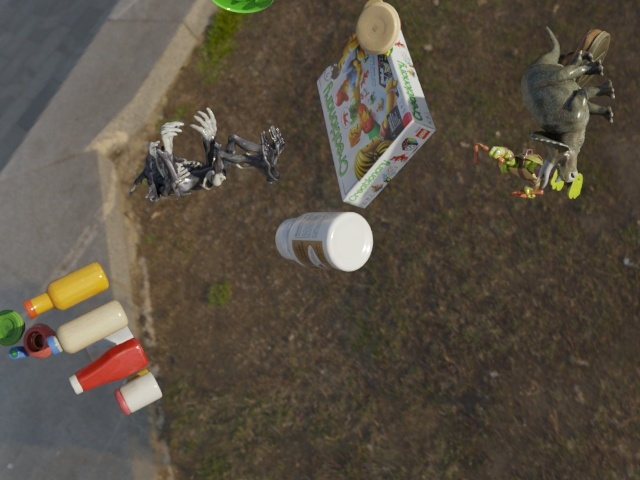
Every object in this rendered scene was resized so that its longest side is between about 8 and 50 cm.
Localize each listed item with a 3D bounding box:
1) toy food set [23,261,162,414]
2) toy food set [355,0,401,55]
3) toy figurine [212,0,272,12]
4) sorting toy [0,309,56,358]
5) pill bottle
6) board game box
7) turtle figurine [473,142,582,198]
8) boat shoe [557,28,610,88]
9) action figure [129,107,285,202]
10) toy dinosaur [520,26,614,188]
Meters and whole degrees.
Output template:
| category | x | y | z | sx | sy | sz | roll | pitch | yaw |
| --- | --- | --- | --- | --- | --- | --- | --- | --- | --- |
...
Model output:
| category | x | y | z | sx | sy | sz | roll | pitch | yaw |
| --- | --- | --- | --- | --- | --- | --- | --- | --- | --- |
| toy food set | -0.294 | 0.156 | 0.976 | 0.104 | 0.232 | 0.111 | -27 | 39 | -19 |
| toy food set | 0.090 | -0.332 | 1.156 | 0.083 | 0.020 | 0.083 | 37 | 117 | 26 |
| toy figurine | -0.129 | -0.545 | 1.403 | 0.173 | 0.130 | 0.159 | -7 | 72 | 27 |
| sorting toy | -0.413 | 0.137 | 1.039 | 0.101 | 0.042 | 0.061 | 22 | 93 | 17 |
| pill bottle | 0.000 | 0.000 | 1.689 | 0.229 | 0.131 | 0.131 | 3 | 61 | 53 |
| board game box | 0.083 | -0.231 | 1.236 | 0.193 | 0.053 | 0.305 | -49 | 38 | 38 |
| turtle figurine | 0.493 | -0.157 | 1.700 | 0.217 | 0.269 | 0.087 | 26 | 83 | 50 |
| boat shoe | 0.574 | -0.384 | 1.724 | 0.110 | 0.307 | 0.104 | -39 | 69 | -22 |
| action figure | -0.203 | -0.145 | 1.228 | 0.275 | 0.141 | 0.164 | -6 | 23 | 15 |
| toy dinosaur | 0.433 | -0.269 | 1.339 | 0.160 | 0.121 | 0.314 | -16 | 73 | 12 |
